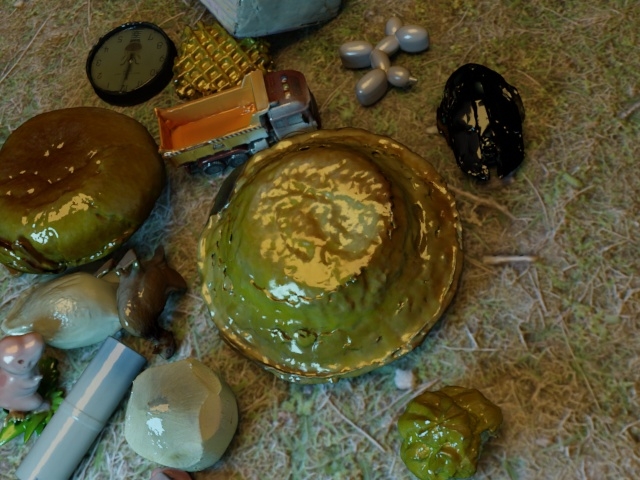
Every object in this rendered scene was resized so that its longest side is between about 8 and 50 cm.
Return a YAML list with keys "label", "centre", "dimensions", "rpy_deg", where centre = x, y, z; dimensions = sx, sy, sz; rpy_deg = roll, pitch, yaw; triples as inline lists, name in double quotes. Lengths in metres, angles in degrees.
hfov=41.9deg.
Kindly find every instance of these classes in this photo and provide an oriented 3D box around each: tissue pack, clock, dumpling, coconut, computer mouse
- label: "tissue pack"
  centre: [-0.144, -0.532, 1.573]
  dimensions: [0.243, 0.125, 0.343]
  rpy_deg: [-21, 57, -30]
- label: "clock"
  centre: [-0.372, -0.350, 1.638]
  dimensions: [0.185, 0.040, 0.184]
  rpy_deg: [-6, 63, 13]
- label: "dumpling"
  centre: [-0.408, 0.101, 1.385]
  dimensions: [0.216, 0.126, 0.166]
  rpy_deg: [-23, 45, 7]
- label: "coconut"
  centre: [-0.207, 0.252, 1.226]
  dimensions: [0.161, 0.162, 0.160]
  rpy_deg: [-6, 64, 12]
- label: "computer mouse"
  centre: [0.262, -0.205, 1.371]
  dimensions: [0.147, 0.077, 0.241]
  rpy_deg: [-13, 62, 11]

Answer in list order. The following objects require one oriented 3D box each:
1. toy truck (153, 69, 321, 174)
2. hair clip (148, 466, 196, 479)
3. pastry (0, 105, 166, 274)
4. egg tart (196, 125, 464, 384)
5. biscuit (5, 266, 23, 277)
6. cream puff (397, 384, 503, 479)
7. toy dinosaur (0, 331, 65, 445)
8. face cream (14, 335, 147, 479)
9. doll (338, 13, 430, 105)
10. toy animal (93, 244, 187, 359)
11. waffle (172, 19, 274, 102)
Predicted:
- label: "toy truck"
  centre: [-0.142, -0.206, 1.449]
  dimensions: [0.271, 0.135, 0.114]
  rpy_deg: [-17, 61, 7]
- label: "hair clip"
  centre: [-0.195, 0.396, 1.230]
  dimensions: [0.138, 0.102, 0.123]
  rpy_deg: [7, 60, 54]
- label: "pastry"
  centre: [-0.433, -0.093, 1.432]
  dimensions: [0.356, 0.163, 0.355]
  rpy_deg: [-12, 44, 12]
- label: "egg tart"
  centre: [0.000, 0.000, 1.285]
  dimensions: [0.444, 0.178, 0.442]
  rpy_deg: [-6, 65, 12]
- label: "biscuit"
  centre: [-0.513, 0.013, 1.511]
  dimensions: [0.131, 0.019, 0.102]
  rpy_deg: [-24, 60, 3]
- label: "cream puff"
  centre: [0.171, 0.257, 1.136]
  dimensions: [0.121, 0.156, 0.156]
  rpy_deg: [42, 81, 10]
- label: "toy dinosaur"
  centre: [-0.483, 0.230, 1.307]
  dimensions: [0.194, 0.177, 0.152]
  rpy_deg: [-20, 60, 8]
- label: "face cream"
  centre: [-0.372, 0.273, 1.311]
  dimensions: [0.077, 0.077, 0.250]
  rpy_deg: [26, 75, 25]
- label: "doll"
  centre: [0.119, -0.329, 1.481]
  dimensions: [0.160, 0.059, 0.160]
  rpy_deg: [-21, 60, 5]
- label: "toy animal"
  centre: [-0.272, 0.090, 1.362]
  dimensions: [0.089, 0.179, 0.188]
  rpy_deg: [-21, 25, 27]
- label: "waffle"
  centre: [-0.182, -0.322, 1.558]
  dimensions: [0.193, 0.070, 0.197]
  rpy_deg: [-7, 66, 12]
